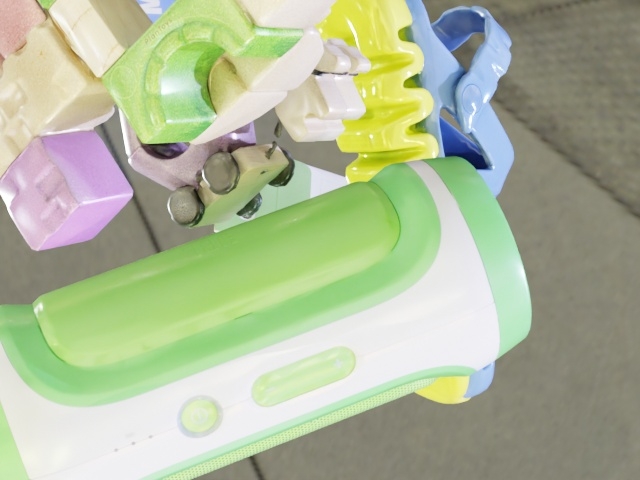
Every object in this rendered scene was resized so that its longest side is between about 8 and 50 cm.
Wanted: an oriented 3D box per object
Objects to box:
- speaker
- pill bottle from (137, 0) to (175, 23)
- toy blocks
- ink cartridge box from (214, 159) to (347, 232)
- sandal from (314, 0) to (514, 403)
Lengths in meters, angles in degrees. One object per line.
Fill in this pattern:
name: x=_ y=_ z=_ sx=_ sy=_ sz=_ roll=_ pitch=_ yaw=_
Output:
speaker: x=-0.044 y=0.054 z=0.842 sx=0.297 sy=0.131 sz=0.131 roll=-20 pitch=61 yaw=-10
pill bottle: x=-0.216 y=-0.207 z=1.491 sx=0.272 sy=0.152 sz=0.152 roll=-2 pitch=55 yaw=-24
toy blocks: x=-0.108 y=-0.172 z=0.754 sx=0.260 sy=0.288 sz=0.309 roll=56 pitch=29 yaw=14
ink cartridge box: x=0.000 y=0.000 z=1.339 sx=0.209 sy=0.062 sz=0.109 roll=18 pitch=49 yaw=-17
sandal: x=0.086 y=-0.040 z=1.107 sx=0.138 sy=0.317 sz=0.126 roll=-18 pitch=17 yaw=-34
